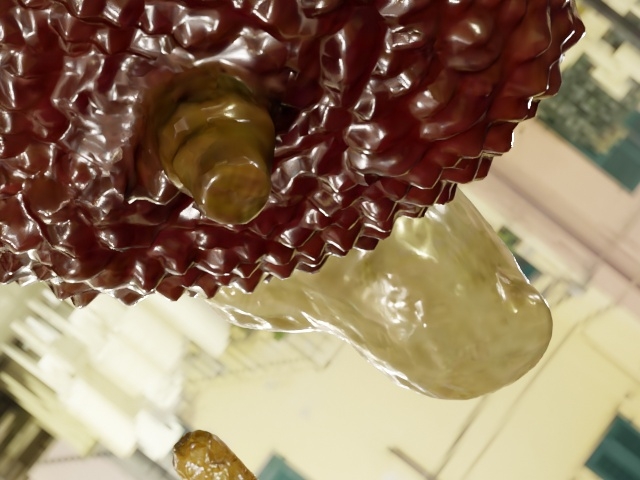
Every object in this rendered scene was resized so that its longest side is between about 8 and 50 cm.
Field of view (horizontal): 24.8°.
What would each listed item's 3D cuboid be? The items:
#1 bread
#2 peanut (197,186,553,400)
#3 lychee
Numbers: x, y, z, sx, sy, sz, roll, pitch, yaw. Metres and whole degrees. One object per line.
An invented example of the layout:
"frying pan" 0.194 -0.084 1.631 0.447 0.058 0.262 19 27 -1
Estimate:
"bread" -0.051 0.202 1.065 0.044 0.157 0.052 -41 -174 -6
"peanut" 0.000 0.000 1.136 0.192 0.387 0.169 -65 172 25
"lychee" -0.048 -0.112 0.506 0.275 0.276 0.304 -51 -151 31
